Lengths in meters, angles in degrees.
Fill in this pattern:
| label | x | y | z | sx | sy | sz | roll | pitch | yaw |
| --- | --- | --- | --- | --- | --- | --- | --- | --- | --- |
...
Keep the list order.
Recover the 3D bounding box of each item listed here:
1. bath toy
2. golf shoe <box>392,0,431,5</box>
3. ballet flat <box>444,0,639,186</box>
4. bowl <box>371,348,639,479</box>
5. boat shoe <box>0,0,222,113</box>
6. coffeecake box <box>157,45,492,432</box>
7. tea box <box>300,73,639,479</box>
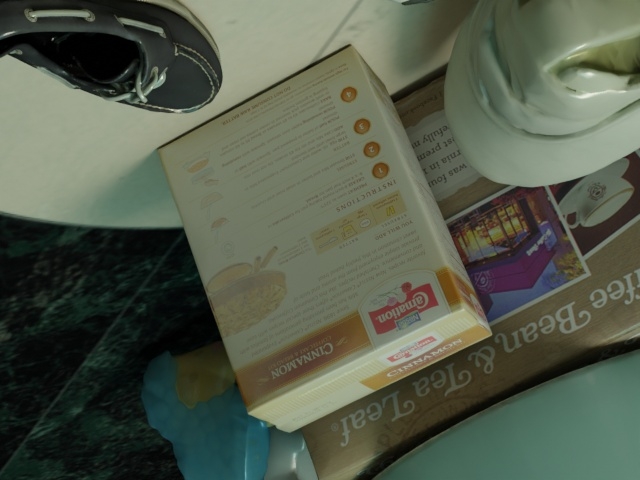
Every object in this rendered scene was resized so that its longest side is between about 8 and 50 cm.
| label | x | y | z | sx | sy | sz | roll | pitch | yaw |
| --- | --- | --- | --- | --- | --- | --- | --- | --- | --- |
| bath toy | -0.007 | 0.155 | 1.256 | 0.129 | 0.151 | 0.348 | 10 | 177 | 33 |
| golf shoe | -0.023 | -0.146 | 0.577 | 0.094 | 0.077 | 0.198 | -21 | 151 | 26 |
| ballet flat | 0.175 | -0.134 | 0.705 | 0.139 | 0.139 | 0.400 | 2 | 158 | -41 |
| bowl | 0.185 | 0.204 | 0.928 | 0.311 | 0.163 | 0.311 | -17 | 156 | -8 |
| boat shoe | -0.115 | -0.092 | 0.723 | 0.075 | 0.065 | 0.206 | -31 | 154 | 21 |
| coffeecake box | 0.000 | 0.000 | 0.860 | 0.142 | 0.186 | 0.068 | -27 | 155 | 12 |
| tea box | 0.165 | 0.029 | 1.012 | 0.329 | 0.220 | 0.323 | -28 | 156 | 15 |
